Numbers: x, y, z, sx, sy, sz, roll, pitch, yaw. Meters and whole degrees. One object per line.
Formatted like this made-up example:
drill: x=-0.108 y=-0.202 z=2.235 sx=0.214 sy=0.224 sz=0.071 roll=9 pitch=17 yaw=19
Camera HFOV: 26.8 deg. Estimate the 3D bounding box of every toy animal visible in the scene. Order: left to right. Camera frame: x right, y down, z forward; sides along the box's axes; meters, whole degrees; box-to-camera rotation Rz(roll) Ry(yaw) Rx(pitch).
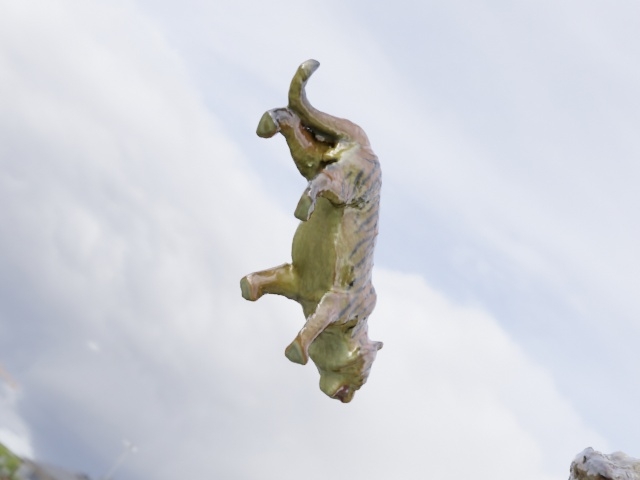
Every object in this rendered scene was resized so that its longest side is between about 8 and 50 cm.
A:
toy animal: x=0.000 y=0.000 z=0.866 sx=0.057 sy=0.099 sz=0.241 roll=14 pitch=-69 yaw=35

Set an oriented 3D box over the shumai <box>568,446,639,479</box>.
shumai: x=0.201 y=0.191 z=0.843 sx=0.105 sy=0.123 sz=0.139 roll=-3 pitch=-12 yaw=17
